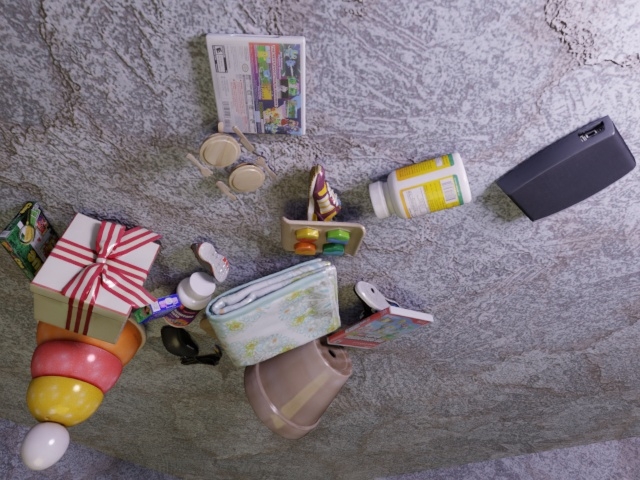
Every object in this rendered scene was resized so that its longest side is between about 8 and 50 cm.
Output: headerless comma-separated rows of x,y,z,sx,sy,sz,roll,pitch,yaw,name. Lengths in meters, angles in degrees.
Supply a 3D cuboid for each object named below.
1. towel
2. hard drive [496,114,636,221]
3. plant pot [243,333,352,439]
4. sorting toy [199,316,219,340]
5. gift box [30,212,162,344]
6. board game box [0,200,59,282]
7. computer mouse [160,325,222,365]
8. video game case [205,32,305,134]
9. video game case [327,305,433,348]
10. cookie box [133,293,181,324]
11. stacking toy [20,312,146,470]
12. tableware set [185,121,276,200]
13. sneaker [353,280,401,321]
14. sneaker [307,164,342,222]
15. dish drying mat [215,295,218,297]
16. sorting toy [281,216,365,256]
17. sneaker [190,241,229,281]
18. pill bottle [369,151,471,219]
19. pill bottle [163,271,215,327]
-0.119,0.227,1.288,0.374,0.090,0.321,-20,137,-10,towel
0.556,-0.146,0.983,0.172,0.054,0.254,35,128,-30,hard drive
-0.054,0.461,1.498,0.323,0.323,0.280,35,111,-30,plant pot
-0.224,0.291,1.489,0.307,0.041,0.229,-20,132,16,sorting toy
-0.566,0.100,1.152,0.276,0.255,0.258,19,141,-19,gift box
-0.747,0.036,1.163,0.030,0.136,0.260,6,137,5,board game box
-0.470,0.404,1.595,0.183,0.060,0.262,-3,137,7,computer mouse
-0.121,-0.304,0.866,0.183,0.023,0.201,2,135,0,video game case
0.187,0.284,1.385,0.204,0.025,0.285,17,141,-37,video game case
-0.470,0.198,1.251,0.107,0.040,0.091,-32,168,38,cookie box
-0.776,0.441,1.341,0.350,0.480,0.351,1,136,1,stacking toy
-0.197,-0.176,0.974,0.128,0.039,0.194,-27,147,10,tableware set
0.148,0.213,1.357,0.121,0.079,0.216,-34,127,30,sneaker
0.012,-0.107,1.038,0.083,0.070,0.186,4,145,-1,sneaker
-0.301,0.198,1.410,0.083,0.008,0.032,16,136,-14,dish drying mat
0.000,0.000,1.125,0.208,0.038,0.193,6,158,-3,sorting toy
-0.316,0.056,1.241,0.064,0.061,0.158,12,142,30,sneaker
0.221,-0.114,0.983,0.208,0.118,0.118,-15,134,17,pill bottle
-0.398,0.177,1.319,0.108,0.108,0.193,27,131,-24,pill bottle
